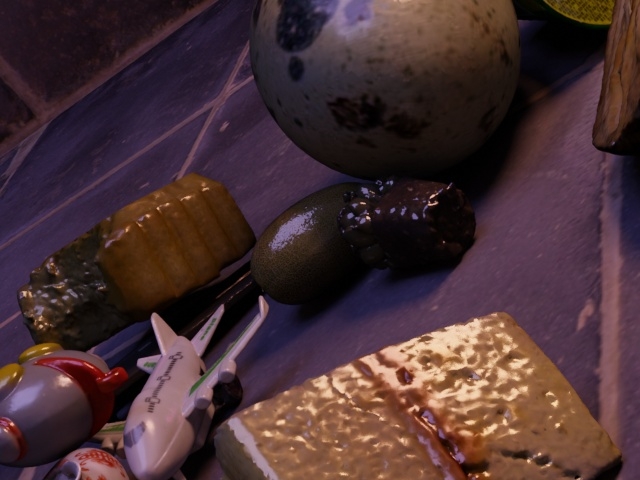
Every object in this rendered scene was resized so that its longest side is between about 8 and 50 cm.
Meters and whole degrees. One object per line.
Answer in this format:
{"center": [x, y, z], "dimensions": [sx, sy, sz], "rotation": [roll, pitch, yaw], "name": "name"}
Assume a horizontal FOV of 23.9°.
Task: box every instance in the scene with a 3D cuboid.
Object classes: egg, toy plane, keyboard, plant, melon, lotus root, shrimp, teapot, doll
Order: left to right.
{"center": [-0.313, 0.175, 1.475], "dimensions": [0.336, 0.105, 0.200], "rotation": [-20, 10, 35], "name": "doll"}
{"center": [-0.237, 0.273, 1.386], "dimensions": [0.245, 0.116, 0.159], "rotation": [-42, 38, 39], "name": "teapot"}
{"center": [-0.219, 0.177, 1.712], "dimensions": [0.091, 0.034, 0.161], "rotation": [-57, 15, -10], "name": "shrimp"}
{"center": [-0.189, 0.119, 1.681], "dimensions": [0.381, 0.041, 0.103], "rotation": [-31, 11, -26], "name": "keyboard"}
{"center": [-0.142, 0.163, 1.480], "dimensions": [0.251, 0.101, 0.255], "rotation": [-34, 24, 18], "name": "toy plane"}
{"center": [0.000, 0.000, 1.573], "dimensions": [0.162, 0.099, 0.099], "rotation": [-39, 18, -6], "name": "melon"}
{"center": [0.067, -0.207, 1.609], "dimensions": [0.288, 0.287, 0.379], "rotation": [-38, 14, 7], "name": "egg"}
{"center": [0.083, -0.019, 1.472], "dimensions": [0.143, 0.092, 0.094], "rotation": [-3, 48, 49], "name": "plant"}
{"center": [0.329, -0.175, 1.300], "dimensions": [0.314, 0.142, 0.210], "rotation": [-71, -3, -49], "name": "lotus root"}

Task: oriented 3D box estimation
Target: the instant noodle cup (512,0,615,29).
{"center": [0.266, -0.321, 1.671], "dimensions": [0.207, 0.207, 0.233], "rotation": [-43, 10, -8], "name": "instant noodle cup"}

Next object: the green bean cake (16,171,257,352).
{"center": [-0.221, 0.032, 1.767], "dimensions": [0.236, 0.124, 0.233], "rotation": [-28, 3, 45], "name": "green bean cake"}

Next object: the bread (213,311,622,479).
{"center": [0.069, 0.176, 1.040], "dimensions": [0.240, 0.135, 0.178], "rotation": [-22, 48, -18], "name": "bread"}
